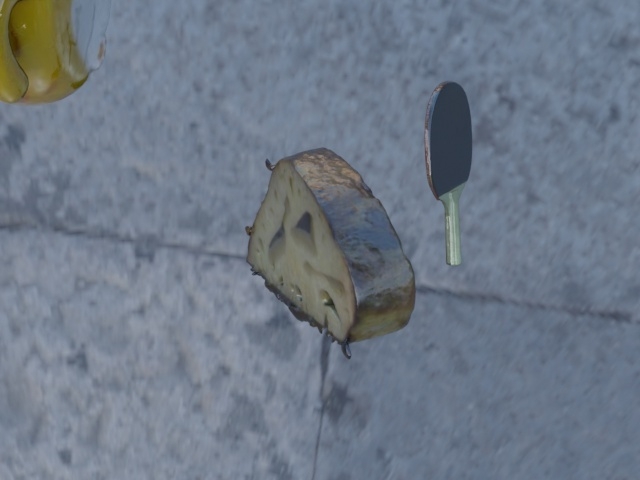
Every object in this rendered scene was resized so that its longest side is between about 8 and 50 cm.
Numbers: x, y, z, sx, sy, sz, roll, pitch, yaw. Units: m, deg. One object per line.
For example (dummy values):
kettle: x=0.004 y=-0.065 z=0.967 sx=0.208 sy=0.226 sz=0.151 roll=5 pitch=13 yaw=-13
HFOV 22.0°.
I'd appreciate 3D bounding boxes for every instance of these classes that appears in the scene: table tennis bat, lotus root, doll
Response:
table tennis bat: x=0.109 y=-0.055 z=1.379 sx=0.013 sy=0.087 sz=0.156 roll=4 pitch=105 yaw=26
lotus root: x=0.000 y=0.000 z=1.563 sx=0.074 sy=0.170 sz=0.261 roll=-15 pitch=30 yaw=-22
doll: x=-0.248 y=-0.177 z=1.046 sx=0.269 sy=0.162 sz=0.166 roll=11 pitch=89 yaw=30
